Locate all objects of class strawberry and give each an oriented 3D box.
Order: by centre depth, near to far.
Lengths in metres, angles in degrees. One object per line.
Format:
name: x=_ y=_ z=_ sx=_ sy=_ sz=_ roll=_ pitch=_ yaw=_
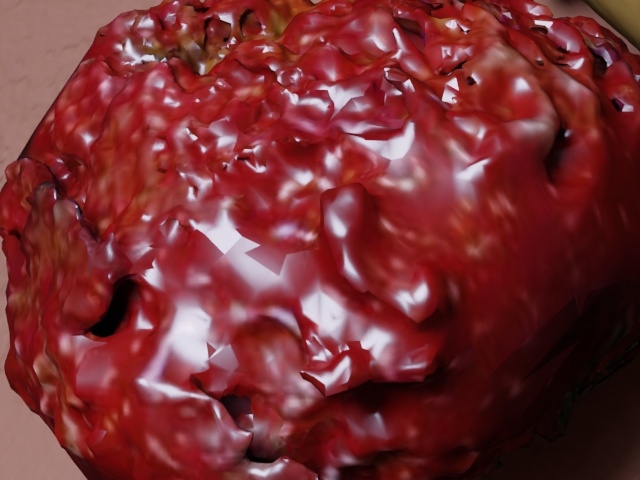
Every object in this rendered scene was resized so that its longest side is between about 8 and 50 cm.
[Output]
strawberry: x=0.000 y=0.000 z=0.646 sx=0.274 sy=0.274 sz=0.220 roll=-38 pitch=85 yaw=8

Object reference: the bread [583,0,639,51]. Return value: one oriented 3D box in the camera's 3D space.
bread: x=0.226 y=-0.223 z=0.645 sx=0.348 sy=0.253 sz=0.376 roll=-38 pitch=52 yaw=-1
